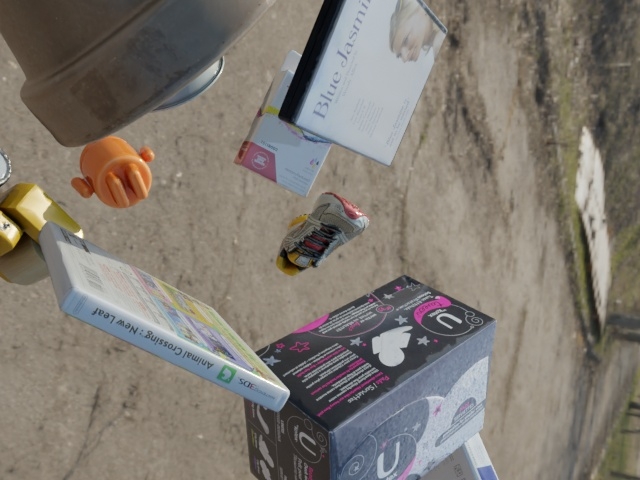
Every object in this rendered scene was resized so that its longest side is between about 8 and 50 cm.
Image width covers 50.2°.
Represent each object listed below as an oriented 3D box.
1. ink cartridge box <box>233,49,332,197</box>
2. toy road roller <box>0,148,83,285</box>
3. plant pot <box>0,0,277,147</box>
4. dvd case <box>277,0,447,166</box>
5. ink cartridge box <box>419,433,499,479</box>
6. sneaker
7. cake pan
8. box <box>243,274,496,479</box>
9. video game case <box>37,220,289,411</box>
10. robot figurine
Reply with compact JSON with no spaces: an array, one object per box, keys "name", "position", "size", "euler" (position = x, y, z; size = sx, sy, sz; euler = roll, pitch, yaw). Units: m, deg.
[{"name":"ink cartridge box","position":[-0.036,-0.180,1.042],"size":[0.115,0.067,0.198],"euler":[25,90,-20]},{"name":"toy road roller","position":[-0.661,-0.004,1.327],"size":[0.329,0.202,0.241],"euler":[48,36,-30]},{"name":"plant pot","position":[-0.185,-0.240,0.537],"size":[0.229,0.263,0.263],"euler":[50,50,-31]},{"name":"dvd case","position":[0.057,-0.183,0.724],"size":[0.253,0.022,0.181],"euler":[8,107,-63]},{"name":"ink cartridge box","position":[0.148,0.336,0.952],"size":[0.045,0.224,0.223],"euler":[4,53,-36]},{"name":"sneaker","position":[0.000,0.000,1.059],"size":[0.088,0.225,0.093],"euler":[33,60,-11]},{"name":"cake pan","position":[-0.383,-0.426,1.675],"size":[0.054,0.293,0.293],"euler":[72,36,-47]},{"name":"box","position":[0.057,0.172,0.736],"size":[0.247,0.142,0.164],"euler":[-23,125,-35]},{"name":"video game case","position":[-0.143,0.060,0.585],"size":[0.193,0.212,0.023],"euler":[33,87,-29]},{"name":"robot figurine","position":[-0.445,-0.152,1.485],"size":[0.128,0.219,0.158],"euler":[26,100,-43]}]
